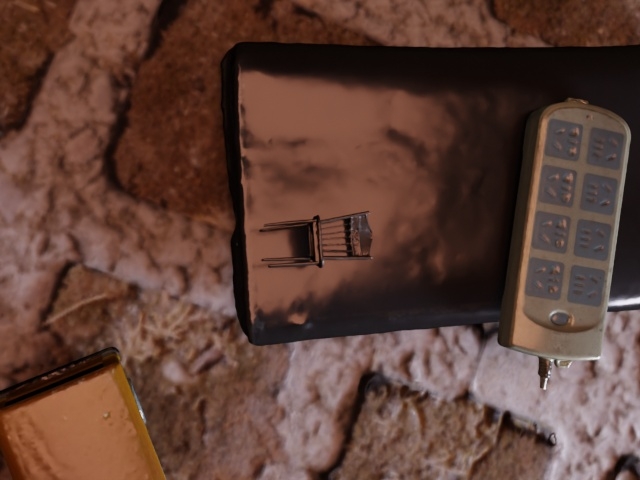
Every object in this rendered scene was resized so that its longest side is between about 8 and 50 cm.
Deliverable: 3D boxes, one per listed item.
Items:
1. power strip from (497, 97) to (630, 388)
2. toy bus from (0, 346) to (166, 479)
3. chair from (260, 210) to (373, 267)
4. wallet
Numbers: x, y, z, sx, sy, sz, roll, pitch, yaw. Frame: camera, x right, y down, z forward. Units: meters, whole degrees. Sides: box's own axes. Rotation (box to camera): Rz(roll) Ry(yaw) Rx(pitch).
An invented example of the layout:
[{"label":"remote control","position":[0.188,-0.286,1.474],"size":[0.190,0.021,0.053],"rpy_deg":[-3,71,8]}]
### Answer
[{"label":"power strip","position":[0.186,0.001,0.709],"size":[0.080,0.029,0.227],"rpy_deg":[9,87,-15]},{"label":"toy bus","position":[-0.143,0.184,0.631],"size":[0.098,0.114,0.201],"rpy_deg":[-21,94,-14]},{"label":"chair","position":[0.001,0.000,0.656],"size":[0.086,0.042,0.037],"rpy_deg":[-6,93,-13]},{"label":"wallet","position":[0.128,-0.046,0.744],"size":[0.406,0.062,0.228],"rpy_deg":[-3,89,-15]}]
